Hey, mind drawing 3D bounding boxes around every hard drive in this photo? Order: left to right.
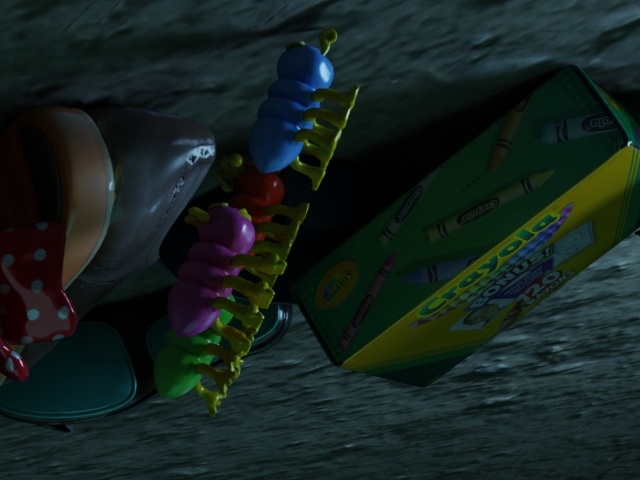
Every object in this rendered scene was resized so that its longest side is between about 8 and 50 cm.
[{"bbox_3d":[0.000,0.000,1.525,0.172,0.054,0.255,-26,159,33],"label":"hard drive"}]

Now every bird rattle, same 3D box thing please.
[{"bbox_3d":[-0.280,0.049,1.203,0.253,0.143,0.207,1,147,-3],"label":"bird rattle"}]

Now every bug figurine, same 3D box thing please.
[{"bbox_3d":[-0.051,-0.007,1.247,0.072,0.216,0.279,23,156,-2],"label":"bug figurine"}]

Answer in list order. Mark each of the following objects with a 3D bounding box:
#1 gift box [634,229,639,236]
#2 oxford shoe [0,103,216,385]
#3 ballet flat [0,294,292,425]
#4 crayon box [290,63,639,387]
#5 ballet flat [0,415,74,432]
[{"bbox_3d":[0.424,0.013,1.521,0.255,0.258,0.276,-27,-179,-8],"label":"gift box"},{"bbox_3d":[-0.184,0.019,1.331,0.133,0.130,0.364,-10,163,-32],"label":"oxford shoe"},{"bbox_3d":[-0.158,0.101,1.663,0.280,0.095,0.096,-14,175,0],"label":"ballet flat"},{"bbox_3d":[0.132,-0.004,1.450,0.278,0.081,0.165,-38,156,16],"label":"crayon box"},{"bbox_3d":[-0.298,0.156,1.787,0.173,0.049,0.057,4,154,-45],"label":"ballet flat"}]
